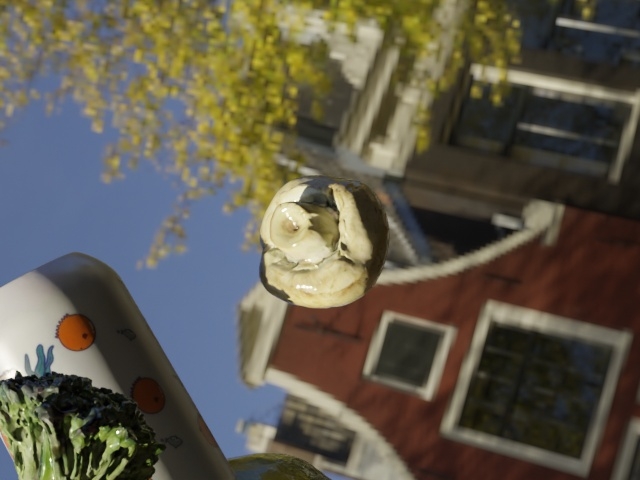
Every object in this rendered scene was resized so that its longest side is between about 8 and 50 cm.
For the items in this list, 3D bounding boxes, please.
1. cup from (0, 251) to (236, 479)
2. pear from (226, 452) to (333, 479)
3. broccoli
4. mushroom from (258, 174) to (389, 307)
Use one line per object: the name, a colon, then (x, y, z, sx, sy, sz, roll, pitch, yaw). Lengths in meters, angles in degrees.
cup: (-0.263, 0.184, 1.715, 0.317, 0.212, 0.212, 61, -151, 1)
pear: (-0.112, 0.486, 2.180, 0.352, 0.352, 0.413, 81, -150, -41)
broccoli: (-0.248, 0.271, 1.382, 0.145, 0.165, 0.304, 38, -122, -64)
mushroom: (0.000, 0.000, 1.496, 0.112, 0.148, 0.148, 20, -96, -55)
